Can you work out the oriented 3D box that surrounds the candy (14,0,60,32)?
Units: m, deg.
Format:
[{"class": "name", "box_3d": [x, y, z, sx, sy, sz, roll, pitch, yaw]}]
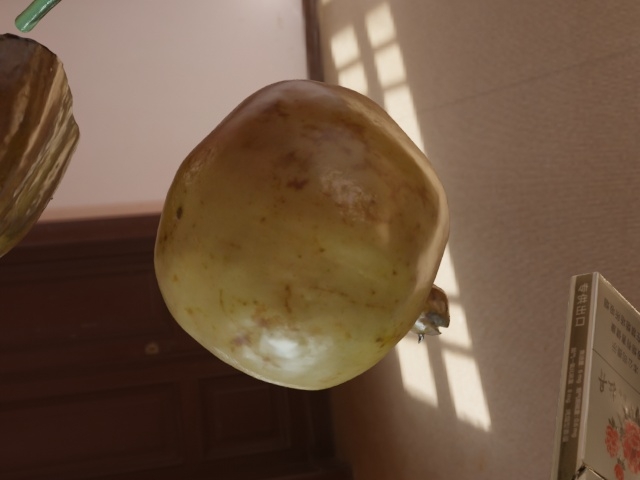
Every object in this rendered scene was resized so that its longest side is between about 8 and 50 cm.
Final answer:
[{"class": "candy", "box_3d": [-0.135, -0.276, 0.772, 0.440, 0.119, 0.119, -26, 66, 39]}]

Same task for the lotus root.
[{"class": "lotus root", "box_3d": [-0.484, -0.114, 1.231, 0.316, 0.316, 0.250, 132, 155, -69]}]

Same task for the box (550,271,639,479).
[{"class": "box", "box_3d": [0.210, 0.133, 0.699, 0.029, 0.109, 0.198, -15, 50, 41]}]

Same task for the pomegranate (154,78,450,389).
[{"class": "pomegranate", "box_3d": [0.000, 0.000, 1.039, 0.342, 0.342, 0.343, 175, 90, -74]}]
